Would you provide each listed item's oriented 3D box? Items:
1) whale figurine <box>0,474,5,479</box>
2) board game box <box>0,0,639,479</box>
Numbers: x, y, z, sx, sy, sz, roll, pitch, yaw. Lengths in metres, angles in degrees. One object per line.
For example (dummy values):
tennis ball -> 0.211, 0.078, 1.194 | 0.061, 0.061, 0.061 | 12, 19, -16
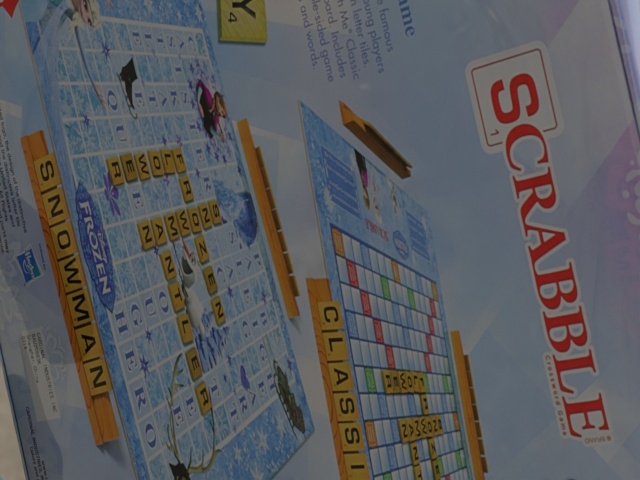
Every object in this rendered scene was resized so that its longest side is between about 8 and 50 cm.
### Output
whale figurine -> -0.259, 0.144, 0.745 | 0.141, 0.272, 0.216 | 121, -24, -52
board game box -> 0.000, 0.000, 0.581 | 0.066, 0.318, 0.319 | -11, 89, -46
